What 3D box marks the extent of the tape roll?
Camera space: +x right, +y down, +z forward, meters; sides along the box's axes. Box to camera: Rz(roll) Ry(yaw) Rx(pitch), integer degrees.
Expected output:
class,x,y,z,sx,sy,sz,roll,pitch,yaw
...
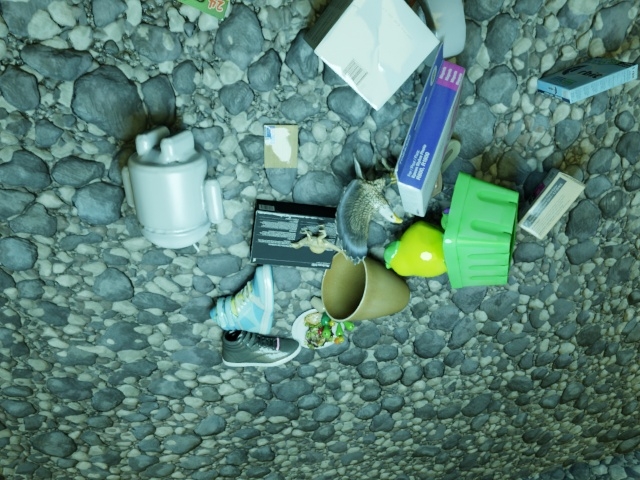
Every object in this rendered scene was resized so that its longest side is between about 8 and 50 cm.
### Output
class,x,y,z,sx,sy,sz,roll,pitch,yaw
tape roll,0.267,-0.540,1.033,0.072,0.219,0.219,-22,121,3

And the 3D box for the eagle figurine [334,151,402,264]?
class,x,y,z,sx,sy,sz,roll,pitch,yaw
eagle figurine,0.133,-0.091,1.254,0.226,0.225,0.298,38,92,-34

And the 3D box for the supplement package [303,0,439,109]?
class,x,y,z,sx,sy,sz,roll,pitch,yaw
supplement package,0.105,-0.475,1.019,0.199,0.262,0.198,35,110,-25

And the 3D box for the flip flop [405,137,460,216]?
class,x,y,z,sx,sy,sz,roll,pitch,yaw
flip flop,0.342,-0.185,1.281,0.277,0.080,0.112,-50,148,-8

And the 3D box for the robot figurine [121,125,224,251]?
class,x,y,z,sx,sy,sz,roll,pitch,yaw
robot figurine,-0.406,-0.126,1.180,0.300,0.200,0.353,13,121,15

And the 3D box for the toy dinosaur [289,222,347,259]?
class,x,y,z,sx,sy,sz,roll,pitch,yaw
toy dinosaur,0.000,0.000,1.281,0.183,0.053,0.092,9,119,17

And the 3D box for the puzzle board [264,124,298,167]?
class,x,y,z,sx,sy,sz,roll,pitch,yaw
puzzle board,-0.115,-0.273,1.252,0.096,0.011,0.128,-1,120,-7

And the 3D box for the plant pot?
class,x,y,z,sx,sy,sz,roll,pitch,yaw
plant pot,0.172,0.170,1.451,0.254,0.237,0.237,16,117,-32

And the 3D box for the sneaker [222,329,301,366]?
class,x,y,z,sx,sy,sz,roll,pitch,yaw
sneaker,-0.221,0.373,1.560,0.296,0.104,0.146,-6,126,-1

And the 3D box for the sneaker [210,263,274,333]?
class,x,y,z,sx,sy,sz,roll,pitch,yaw
sneaker,-0.259,0.201,1.421,0.208,0.127,0.319,2,130,-10

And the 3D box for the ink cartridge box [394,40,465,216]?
class,x,y,z,sx,sy,sz,roll,pitch,yaw
ink cartridge box,0.280,-0.254,1.080,0.071,0.330,0.324,19,84,16

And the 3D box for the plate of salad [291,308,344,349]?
class,x,y,z,sx,sy,sz,roll,pitch,yaw
plate of salad,-0.007,0.338,1.609,0.200,0.048,0.199,-4,121,-7

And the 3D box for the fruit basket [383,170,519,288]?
class,x,y,z,sx,sy,sz,roll,pitch,yaw
fruit basket,0.391,-0.006,1.313,0.392,0.392,0.282,29,68,-23

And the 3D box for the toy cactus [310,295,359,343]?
class,x,y,z,sx,sy,sz,roll,pitch,yaw
toy cactus,0.044,0.263,1.524,0.180,0.219,0.112,33,138,19

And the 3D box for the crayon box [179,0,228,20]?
class,x,y,z,sx,sy,sz,roll,pitch,yaw
crayon box,-0.259,-0.684,0.945,0.202,0.081,0.318,17,117,-18

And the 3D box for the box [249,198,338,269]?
class,x,y,z,sx,sy,sz,roll,pitch,yaw
box,-0.083,-0.018,1.354,0.261,0.103,0.184,6,115,-13

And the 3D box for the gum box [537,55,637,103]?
class,x,y,z,sx,sy,sz,roll,pitch,yaw
gum box,0.735,-0.450,1.197,0.184,0.157,0.041,-20,121,3

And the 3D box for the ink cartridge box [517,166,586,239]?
class,x,y,z,sx,sy,sz,roll,pitch,yaw
ink cartridge box,0.709,-0.122,1.342,0.088,0.235,0.193,35,113,13
